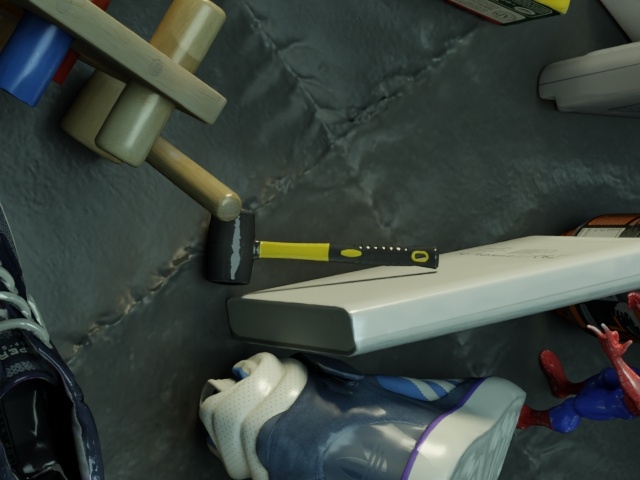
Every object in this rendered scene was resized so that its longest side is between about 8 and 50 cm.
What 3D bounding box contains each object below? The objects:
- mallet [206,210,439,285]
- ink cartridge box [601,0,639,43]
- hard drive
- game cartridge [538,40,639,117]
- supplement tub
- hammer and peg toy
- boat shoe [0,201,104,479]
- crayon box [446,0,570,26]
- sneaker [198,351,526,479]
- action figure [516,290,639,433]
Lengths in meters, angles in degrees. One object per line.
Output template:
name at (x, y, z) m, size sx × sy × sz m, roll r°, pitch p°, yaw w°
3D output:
mallet at (0.000, 0.000, 1.421) m, size 0.190 × 0.039 × 0.062 m, roll -4°, pitch 85°, yaw 5°
ink cartridge box at (0.375, -0.285, 1.611) m, size 0.092 × 0.158 × 0.218 m, roll 48°, pitch 68°, yaw -20°
hard drive at (0.106, 0.040, 1.436) m, size 0.308 × 0.203 × 0.040 m, roll -11°, pitch 96°, yaw -29°
game cartridge at (0.372, -0.142, 1.590) m, size 0.294 × 0.196 × 0.060 m, roll 2°, pitch 90°, yaw -30°
supplement tub at (0.289, 0.033, 1.547) m, size 0.117 × 0.190 × 0.117 m, roll 0°, pitch 90°, yaw -29°
hammer and peg toy at (-0.182, -0.153, 1.201) m, size 0.361 × 0.266 × 0.127 m, roll 33°, pitch 86°, yaw -50°
boat shoe at (-0.246, 0.048, 1.262) m, size 0.127 × 0.158 × 0.340 m, roll -26°, pitch 103°, yaw -27°
crayon box at (0.077, -0.391, 1.473) m, size 0.363 × 0.106 × 0.313 m, roll 19°, pitch 80°, yaw -29°
sneaker at (0.027, 0.146, 1.440) m, size 0.236 × 0.323 × 0.130 m, roll 19°, pitch 98°, yaw 16°
action figure at (0.239, 0.099, 1.468) m, size 0.091 × 0.280 × 0.139 m, roll -36°, pitch 107°, yaw -25°
